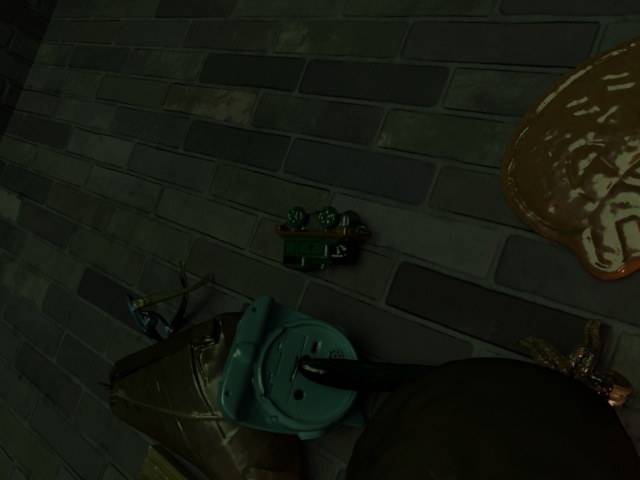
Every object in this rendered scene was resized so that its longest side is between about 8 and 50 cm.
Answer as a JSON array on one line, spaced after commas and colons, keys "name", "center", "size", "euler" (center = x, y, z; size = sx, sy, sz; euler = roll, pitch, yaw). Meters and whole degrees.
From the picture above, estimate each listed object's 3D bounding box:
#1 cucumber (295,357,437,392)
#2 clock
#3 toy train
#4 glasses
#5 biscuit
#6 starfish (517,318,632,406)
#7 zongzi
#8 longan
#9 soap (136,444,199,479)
[{"name": "cucumber", "center": [0.098, 0.230, 1.004], "size": [0.285, 0.056, 0.056], "euler": [5, 75, 0]}, {"name": "clock", "center": [-0.031, 0.235, 1.058], "size": [0.094, 0.274, 0.223], "euler": [126, 160, -67]}, {"name": "toy train", "center": [0.000, 0.000, 1.218], "size": [0.228, 0.091, 0.136], "euler": [5, 88, 37]}, {"name": "glasses", "center": [-0.349, 0.134, 1.375], "size": [0.102, 0.239, 0.206], "euler": [23, 71, 16]}, {"name": "biscuit", "center": [0.480, -0.138, 0.913], "size": [0.385, 0.062, 0.365], "euler": [-45, 54, 17]}, {"name": "starfish", "center": [0.353, 0.201, 0.892], "size": [0.190, 0.074, 0.146], "euler": [-36, 62, 25]}, {"name": "zongzi", "center": [-0.273, 0.423, 1.205], "size": [0.500, 0.218, 0.466], "euler": [-24, 66, 32]}, {"name": "longan", "center": [0.225, 0.345, 0.715], "size": [0.405, 0.436, 0.403], "euler": [0, 81, -3]}, {"name": "soap", "center": [-0.314, 0.546, 1.302], "size": [0.252, 0.037, 0.092], "euler": [20, 86, 40]}]
